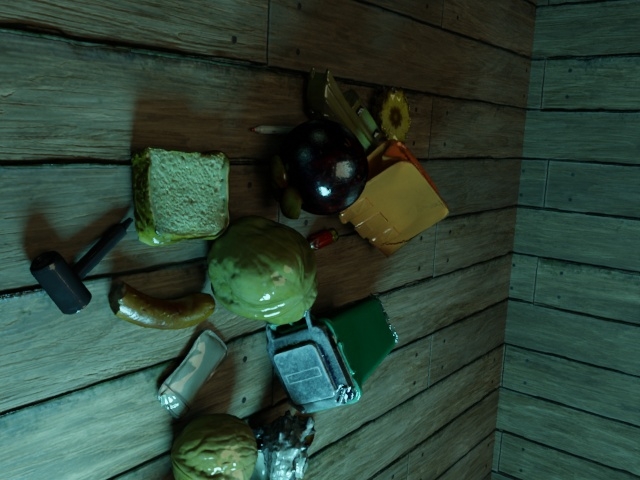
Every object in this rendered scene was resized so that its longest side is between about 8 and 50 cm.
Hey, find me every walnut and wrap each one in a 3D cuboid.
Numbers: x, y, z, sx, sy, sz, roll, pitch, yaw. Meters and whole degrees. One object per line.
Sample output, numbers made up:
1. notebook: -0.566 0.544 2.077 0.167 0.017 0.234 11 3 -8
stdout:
1. walnut: -0.275 0.550 1.612 0.228 0.228 0.228 -16 110 -50
2. walnut: -0.146 0.078 1.615 0.253 0.277 0.282 -34 144 -36

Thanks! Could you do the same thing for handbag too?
1. handbag: 0.227 -0.128 2.061 0.303 0.116 0.410 -34 142 13

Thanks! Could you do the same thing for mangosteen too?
1. mangosteen: -0.009 -0.195 1.741 0.288 0.288 0.288 -16 110 -50

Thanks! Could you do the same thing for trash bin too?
1. trash bin: 0.041 0.315 1.916 0.381 0.259 0.295 -25 91 -55

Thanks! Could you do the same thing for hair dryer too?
1. hair dryer: -0.493 0.023 1.337 0.255 0.070 0.128 -58 137 -36

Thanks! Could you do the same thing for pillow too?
1. pillow: -0.328 0.344 1.629 0.233 0.038 0.131 -57 134 -28

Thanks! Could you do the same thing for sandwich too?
1. sandwich: -0.326 -0.107 1.487 0.251 0.087 0.226 -7 93 -51

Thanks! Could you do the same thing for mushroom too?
1. mushroom: -0.062 0.627 2.027 0.123 0.052 0.123 -9 101 -52

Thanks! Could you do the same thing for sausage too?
1. sausage: -0.373 0.162 1.498 0.302 0.076 0.103 16 87 -52

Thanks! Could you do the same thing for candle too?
1. candle: 0.000 0.000 1.964 0.130 0.052 0.052 -25 117 -46

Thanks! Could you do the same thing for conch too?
1. conch: -0.110 0.623 1.789 0.186 0.313 0.241 25 35 -28

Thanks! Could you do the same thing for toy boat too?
1. toy boat: 0.099 -0.362 1.935 0.445 0.136 0.162 43 73 -47

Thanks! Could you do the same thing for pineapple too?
1. pineapple: 0.237 -0.424 2.150 0.225 0.076 0.225 -11 104 -52

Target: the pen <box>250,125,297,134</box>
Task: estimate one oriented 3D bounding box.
1. pen: -0.118 -0.310 1.762 0.218 0.026 0.026 -11 106 -50
